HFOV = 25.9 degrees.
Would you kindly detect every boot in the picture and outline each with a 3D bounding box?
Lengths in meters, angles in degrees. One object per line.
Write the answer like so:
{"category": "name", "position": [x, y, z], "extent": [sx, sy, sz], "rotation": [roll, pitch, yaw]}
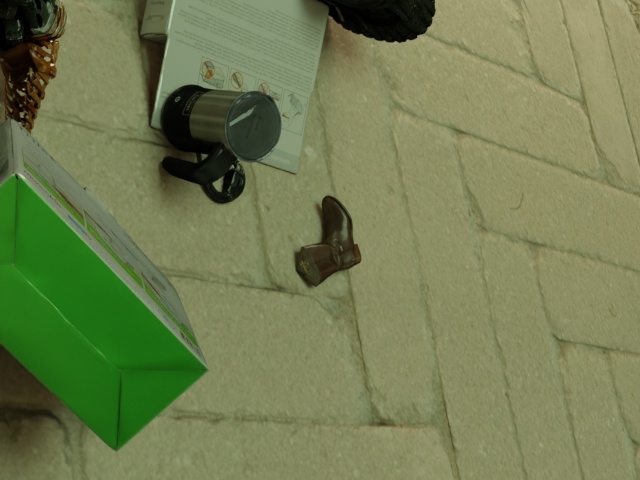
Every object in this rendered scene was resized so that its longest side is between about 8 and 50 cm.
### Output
{"category": "boot", "position": [-0.007, -0.408, 1.965], "extent": [0.348, 0.131, 0.260], "rotation": [39, 9, 13]}
{"category": "boot", "position": [0.000, 0.000, 1.839], "extent": [0.114, 0.037, 0.106], "rotation": [-22, 86, -50]}

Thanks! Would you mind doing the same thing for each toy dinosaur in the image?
{"category": "toy dinosaur", "position": [-0.332, -0.259, 1.482], "extent": [0.322, 0.164, 0.218], "rotation": [58, 14, 26]}

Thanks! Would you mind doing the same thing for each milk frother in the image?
{"category": "milk frother", "position": [-0.105, -0.112, 1.680], "extent": [0.143, 0.135, 0.129], "rotation": [23, 84, -40]}

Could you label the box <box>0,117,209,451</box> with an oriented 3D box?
{"category": "box", "position": [-0.247, 0.033, 1.337], "extent": [0.262, 0.127, 0.231], "rotation": [48, 1, -23]}

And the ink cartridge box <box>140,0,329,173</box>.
{"category": "ink cartridge box", "position": [-0.115, -0.231, 1.806], "extent": [0.275, 0.060, 0.239], "rotation": [16, 83, -47]}
